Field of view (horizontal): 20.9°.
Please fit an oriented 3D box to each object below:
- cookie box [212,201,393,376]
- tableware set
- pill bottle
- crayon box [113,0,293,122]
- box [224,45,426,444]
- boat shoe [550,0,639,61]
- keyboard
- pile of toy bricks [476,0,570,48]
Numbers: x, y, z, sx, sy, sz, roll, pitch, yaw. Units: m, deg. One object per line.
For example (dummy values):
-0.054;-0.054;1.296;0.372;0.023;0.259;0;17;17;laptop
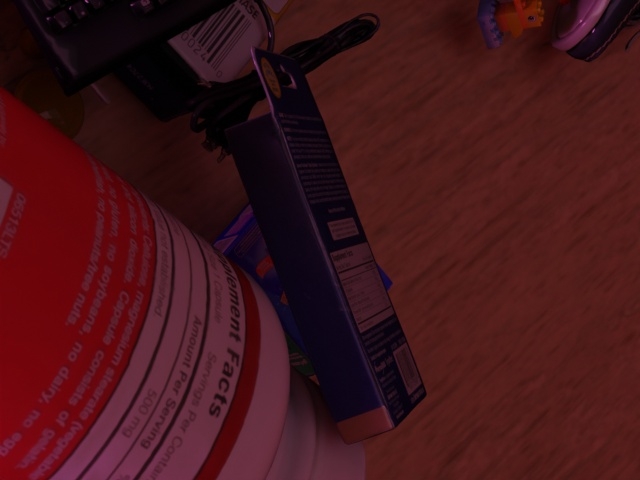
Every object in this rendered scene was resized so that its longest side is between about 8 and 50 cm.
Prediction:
-0.017;0.024;1.160;0.107;0.040;0.092;50;57;-17;cookie box
-0.209;-0.079;1.057;0.104;0.024;0.154;51;59;-13;tableware set
-0.166;0.062;0.915;0.408;0.229;0.229;39;61;-36;pill bottle
-0.070;-0.260;1.151;0.202;0.081;0.318;46;59;-20;crayon box
0.000;0.000;1.013;0.136;0.037;0.225;-12;82;-79;box
0.258;-0.216;1.371;0.079;0.095;0.254;46;47;-14;boat shoe
-0.047;-0.178;1.085;0.317;0.033;0.201;-36;104;-34;keyboard
0.149;-0.231;1.225;0.118;0.105;0.212;-77;151;-42;pile of toy bricks
